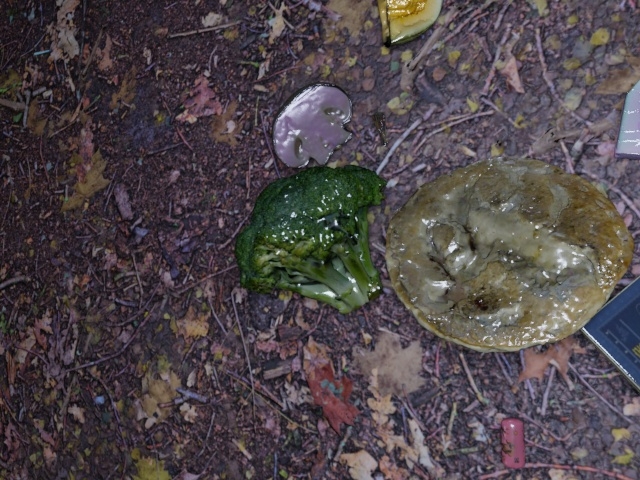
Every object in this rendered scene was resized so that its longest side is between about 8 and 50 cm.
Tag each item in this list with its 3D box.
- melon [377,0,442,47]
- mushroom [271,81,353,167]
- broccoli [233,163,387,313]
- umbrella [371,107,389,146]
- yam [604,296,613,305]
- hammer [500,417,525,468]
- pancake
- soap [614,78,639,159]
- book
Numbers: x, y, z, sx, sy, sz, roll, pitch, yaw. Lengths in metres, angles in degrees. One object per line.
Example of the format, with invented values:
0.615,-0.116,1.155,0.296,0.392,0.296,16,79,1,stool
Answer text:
0.174,-0.450,1.133,0.128,0.079,0.160,-2,83,10,melon
-0.023,-0.245,1.192,0.188,0.141,0.117,-43,33,13,mushroom
0.000,0.000,1.084,0.283,0.304,0.321,51,135,-2,broccoli
0.121,-0.228,1.166,0.031,0.020,0.083,-19,81,26,umbrella
0.415,0.102,0.941,0.274,0.061,0.061,23,96,23,yam
0.327,0.344,0.987,0.043,0.043,0.083,-4,85,28,hammer
0.291,0.012,0.942,0.387,0.082,0.387,-15,49,18,pancake
0.535,-0.202,0.922,0.100,0.056,0.149,12,91,26,soap
0.551,0.116,0.852,0.269,0.025,0.191,-39,68,-1,book
